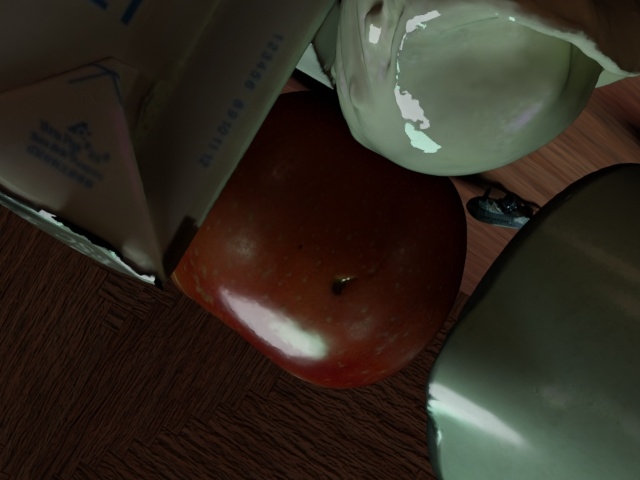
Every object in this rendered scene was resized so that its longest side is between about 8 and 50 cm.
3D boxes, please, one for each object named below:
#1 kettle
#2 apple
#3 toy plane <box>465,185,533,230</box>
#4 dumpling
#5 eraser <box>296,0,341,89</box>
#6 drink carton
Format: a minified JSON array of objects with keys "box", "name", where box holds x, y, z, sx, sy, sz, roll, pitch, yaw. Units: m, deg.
[{"box":[0.294,0.126,1.051,0.376,0.250,0.361,32,-152,34],"name":"kettle"},{"box":[0.000,0.000,1.691,0.260,0.216,0.260,36,-178,-1],"name":"apple"},{"box":[0.153,-0.023,1.652,0.078,0.031,0.083,33,177,-43],"name":"toy plane"},{"box":[0.075,-0.072,0.735,0.134,0.100,0.169,2,156,-7],"name":"dumpling"},{"box":[-0.087,-0.176,1.245,0.230,0.038,0.157,31,178,7],"name":"eraser"},{"box":[-0.102,-0.110,0.892,0.132,0.194,0.324,33,178,-19],"name":"drink carton"}]
